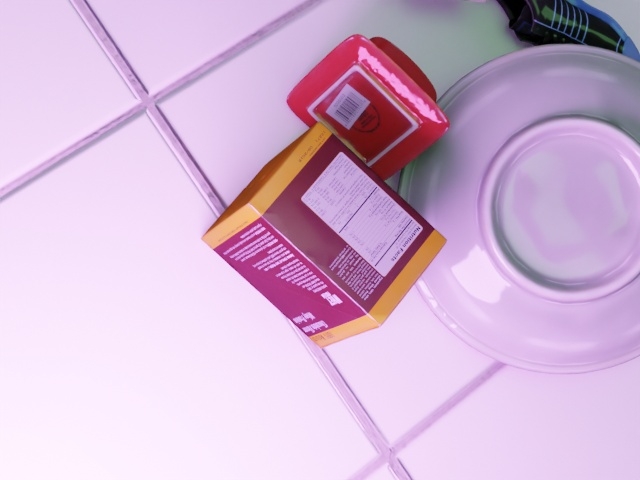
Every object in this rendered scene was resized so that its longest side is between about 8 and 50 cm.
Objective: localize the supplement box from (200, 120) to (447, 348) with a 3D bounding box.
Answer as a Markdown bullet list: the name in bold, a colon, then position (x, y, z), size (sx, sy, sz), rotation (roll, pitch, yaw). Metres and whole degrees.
- **supplement box**: position (0.000, 0.000, 1.567), size (0.194, 0.191, 0.129), rotation (43, 68, -7)

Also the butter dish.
- **butter dish**: position (0.071, -0.175, 1.671), size (0.160, 0.160, 0.118), rotation (43, 45, -9)

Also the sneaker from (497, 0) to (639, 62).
- **sneaker**: position (0.305, -0.274, 1.806), size (0.232, 0.081, 0.090), rotation (43, 71, 0)

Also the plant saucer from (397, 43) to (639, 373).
- **plant saucer**: position (0.292, -0.036, 1.656), size (0.400, 0.100, 0.400), rotation (0, 92, 1)

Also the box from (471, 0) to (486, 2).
- **box**: position (0.190, -0.430, 1.681), size (0.094, 0.275, 0.113), rotation (4, 41, -20)
